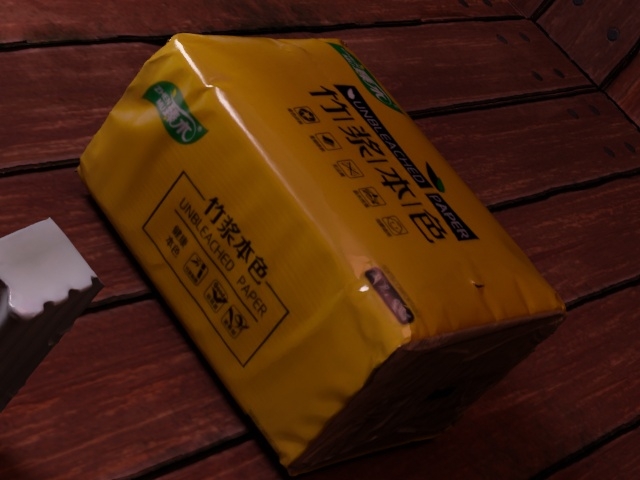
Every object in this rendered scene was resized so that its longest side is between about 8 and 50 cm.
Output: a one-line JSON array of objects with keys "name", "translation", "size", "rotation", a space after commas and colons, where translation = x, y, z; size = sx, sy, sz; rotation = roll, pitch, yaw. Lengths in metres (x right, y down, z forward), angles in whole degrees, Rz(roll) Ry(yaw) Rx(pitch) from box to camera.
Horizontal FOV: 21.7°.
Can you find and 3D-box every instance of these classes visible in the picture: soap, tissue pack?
[{"name": "soap", "translation": [-0.248, 0.080, 1.200], "size": [0.066, 0.198, 0.119], "rotation": [45, 28, 6]}, {"name": "tissue pack", "translation": [0.000, 0.000, 1.587], "size": [0.293, 0.228, 0.382], "rotation": [-6, 51, -51]}]
